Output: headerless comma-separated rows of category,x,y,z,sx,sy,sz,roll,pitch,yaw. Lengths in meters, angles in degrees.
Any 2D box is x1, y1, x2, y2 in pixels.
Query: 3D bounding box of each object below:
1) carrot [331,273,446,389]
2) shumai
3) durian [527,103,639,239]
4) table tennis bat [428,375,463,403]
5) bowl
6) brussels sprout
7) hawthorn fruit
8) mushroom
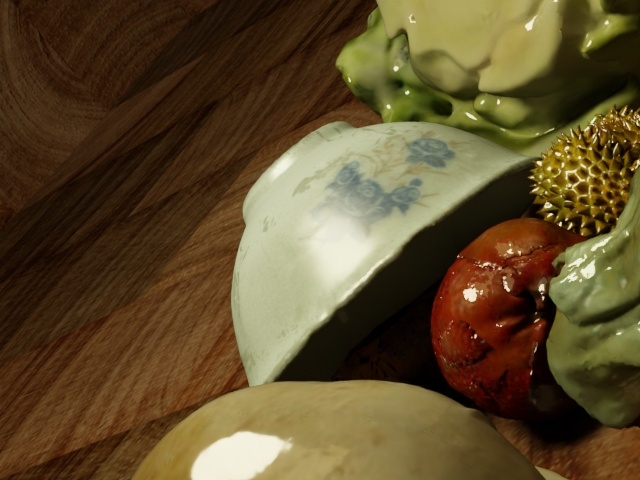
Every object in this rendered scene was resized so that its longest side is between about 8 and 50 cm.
carrot,0.107,0.063,1.607,0.228,0.069,0.069,-37,14,-18
shumai,0.233,0.011,1.265,0.218,0.189,0.256,-33,12,19
durian,0.238,-0.037,1.496,0.158,0.137,0.168,-41,30,-16
table tennis bat,0.043,0.147,1.651,0.150,0.027,0.236,-42,17,-11
bowl,0.025,-0.008,1.598,0.313,0.146,0.313,-38,-11,-9
brussels sprout,0.223,-0.258,1.775,0.361,0.342,0.425,-13,-51,-48
hawthorn fruit,0.146,0.063,1.436,0.148,0.148,0.172,-46,0,-18
mushroom,0.031,0.201,1.112,0.292,0.292,0.290,-32,-6,29
